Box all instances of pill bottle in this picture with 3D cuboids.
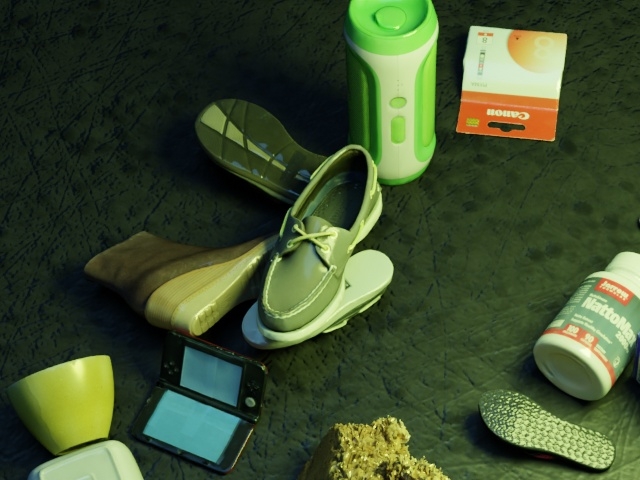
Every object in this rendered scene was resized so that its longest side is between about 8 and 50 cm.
[{"bbox_3d":[0.357,0.103,1.933,0.108,0.108,0.180,29,61,22],"label":"pill bottle"}]

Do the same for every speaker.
[{"bbox_3d":[0.094,-0.206,2.055,0.131,0.296,0.131,-2,54,2],"label":"speaker"}]

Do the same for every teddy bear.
[{"bbox_3d":[0.053,0.332,1.724,0.113,0.338,0.245,30,92,-15],"label":"teddy bear"}]

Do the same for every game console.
[{"bbox_3d":[-0.151,0.199,1.910,0.144,0.124,0.085,19,31,16],"label":"game console"}]

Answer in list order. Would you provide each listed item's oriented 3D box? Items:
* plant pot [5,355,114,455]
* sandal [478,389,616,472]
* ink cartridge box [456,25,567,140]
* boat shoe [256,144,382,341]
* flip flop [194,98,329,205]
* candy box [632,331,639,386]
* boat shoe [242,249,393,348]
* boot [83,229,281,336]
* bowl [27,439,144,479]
[{"bbox_3d":[-0.309,0.209,1.894,0.134,0.134,0.095,-19,79,-10],"label":"plant pot"},{"bbox_3d":[0.273,0.240,1.887,0.179,0.040,0.067,23,63,2],"label":"sandal"},{"bbox_3d":[0.275,-0.229,2.220,0.145,0.045,0.179,6,52,8],"label":"ink cartridge box"},{"bbox_3d":[-0.004,-0.001,1.953,0.109,0.091,0.305,13,46,18],"label":"boat shoe"},{"bbox_3d":[-0.056,-0.097,2.128,0.277,0.080,0.112,30,59,5],"label":"flip flop"},{"bbox_3d":[0.575,0.189,1.850,0.268,0.122,0.317,-27,58,-14],"label":"candy box"},{"bbox_3d":[-0.002,0.090,1.987,0.219,0.070,0.078,-24,63,-19],"label":"boat shoe"},{"bbox_3d":[-0.163,0.022,2.037,0.207,0.090,0.248,27,45,34],"label":"boot"},{"bbox_3d":[-0.281,0.310,1.854,0.142,0.053,0.142,-19,57,-10],"label":"bowl"}]
